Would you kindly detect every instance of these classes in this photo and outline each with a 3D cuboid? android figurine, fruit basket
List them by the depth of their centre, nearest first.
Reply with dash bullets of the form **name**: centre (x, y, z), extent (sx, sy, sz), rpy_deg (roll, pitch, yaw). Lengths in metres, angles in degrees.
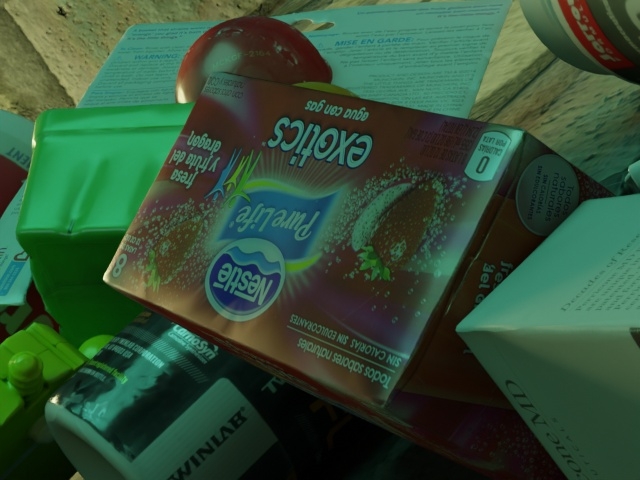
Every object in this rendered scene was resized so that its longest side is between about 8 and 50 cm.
- **android figurine**: centre (-0.212, 0.153, 1.119), extent (0.248, 0.056, 0.273), rpy_deg (-45, -13, -29)
- **fruit basket**: centre (-0.050, -0.062, 1.257), extent (0.327, 0.165, 0.353), rpy_deg (-2, 32, 21)

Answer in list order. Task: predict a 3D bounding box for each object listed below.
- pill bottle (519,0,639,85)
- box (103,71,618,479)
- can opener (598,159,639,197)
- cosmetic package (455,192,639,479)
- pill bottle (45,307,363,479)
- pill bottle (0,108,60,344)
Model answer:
- **pill bottle**: centre (0.225, -0.168, 0.999), extent (0.161, 0.161, 0.283), rpy_deg (-42, 12, -12)
- **box**: centre (0.029, 0.016, 0.782), extent (0.257, 0.128, 0.123), rpy_deg (18, 79, 57)
- **can opener**: centre (0.138, 0.012, 0.814), extent (0.280, 0.074, 0.093), rpy_deg (-29, 16, 38)
- **cosmetic package**: centre (0.151, 0.045, 0.561), extent (0.085, 0.117, 0.231), rpy_deg (-42, 12, -21)
- **pill bottle**: centre (-0.024, 0.057, 0.983), extent (0.245, 0.130, 0.130), rpy_deg (-43, 13, -19)
- **pill bottle**: centre (-0.324, 0.102, 1.286), extent (0.229, 0.229, 0.408), rpy_deg (-26, 23, 45)
